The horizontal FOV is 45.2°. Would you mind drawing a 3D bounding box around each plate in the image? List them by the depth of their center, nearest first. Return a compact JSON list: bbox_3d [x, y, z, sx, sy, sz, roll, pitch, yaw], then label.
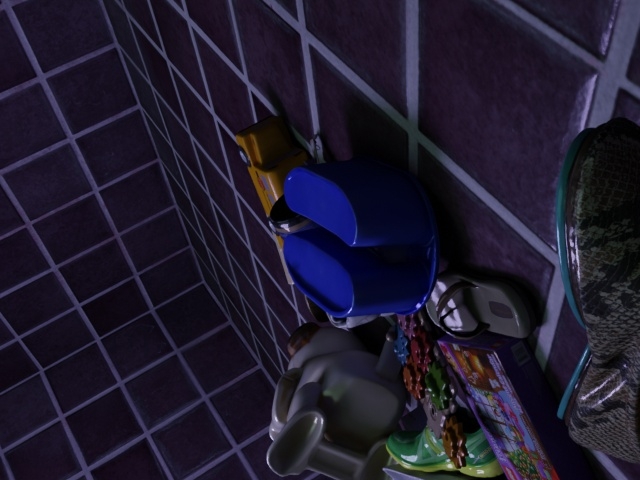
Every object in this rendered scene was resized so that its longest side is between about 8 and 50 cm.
[{"bbox_3d":[0.299,0.527,1.517,0.277,0.045,0.278,45,153,-22],"label":"plate"}]

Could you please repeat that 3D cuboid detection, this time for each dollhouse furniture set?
[{"bbox_3d":[-0.028,-0.159,1.511,0.114,0.090,0.081,166,90,-77],"label":"dollhouse furniture set"}]

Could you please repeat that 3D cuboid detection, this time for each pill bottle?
[{"bbox_3d":[0.000,0.000,1.566,0.219,0.122,0.123,55,169,-30],"label":"pill bottle"}]

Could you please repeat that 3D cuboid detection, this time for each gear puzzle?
[{"bbox_3d":[0.187,0.262,1.378,0.339,0.044,0.176,-110,19,-44],"label":"gear puzzle"}]

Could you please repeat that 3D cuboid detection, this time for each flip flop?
[{"bbox_3d":[0.224,0.110,1.171,0.112,0.080,0.277,63,164,-9],"label":"flip flop"}]

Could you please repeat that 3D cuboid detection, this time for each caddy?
[{"bbox_3d":[0.071,-0.009,1.280,0.341,0.179,0.242,-146,53,-59],"label":"caddy"}]

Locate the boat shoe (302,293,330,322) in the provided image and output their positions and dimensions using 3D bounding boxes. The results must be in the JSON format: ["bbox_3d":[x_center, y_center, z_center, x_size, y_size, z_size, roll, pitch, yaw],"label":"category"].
[{"bbox_3d":[-0.020,0.095,1.917,0.073,0.080,0.224,-150,39,-71],"label":"boat shoe"}]

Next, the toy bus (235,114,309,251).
[{"bbox_3d":[-0.065,-0.096,1.657,0.130,0.108,0.333,34,149,57],"label":"toy bus"}]

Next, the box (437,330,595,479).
[{"bbox_3d":[0.314,0.281,1.233,0.293,0.057,0.201,62,165,-5],"label":"box"}]

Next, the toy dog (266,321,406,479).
[{"bbox_3d":[0.026,0.331,1.748,0.408,0.284,0.396,-126,53,-74],"label":"toy dog"}]

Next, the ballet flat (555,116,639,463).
[{"bbox_3d":[0.329,0.083,0.736,0.182,0.164,0.483,23,150,31],"label":"ballet flat"}]

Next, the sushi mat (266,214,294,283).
[{"bbox_3d":[-0.086,-0.046,1.824,0.151,0.019,0.317,-7,102,60],"label":"sushi mat"}]

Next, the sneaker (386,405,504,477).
[{"bbox_3d":[0.246,0.375,1.465,0.295,0.109,0.124,-14,85,48],"label":"sneaker"}]

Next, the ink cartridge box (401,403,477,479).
[{"bbox_3d":[0.261,0.467,1.670,0.139,0.082,0.191,37,150,54],"label":"ink cartridge box"}]

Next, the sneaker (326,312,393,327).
[{"bbox_3d":[0.056,0.132,1.666,0.110,0.118,0.292,61,166,-6],"label":"sneaker"}]
